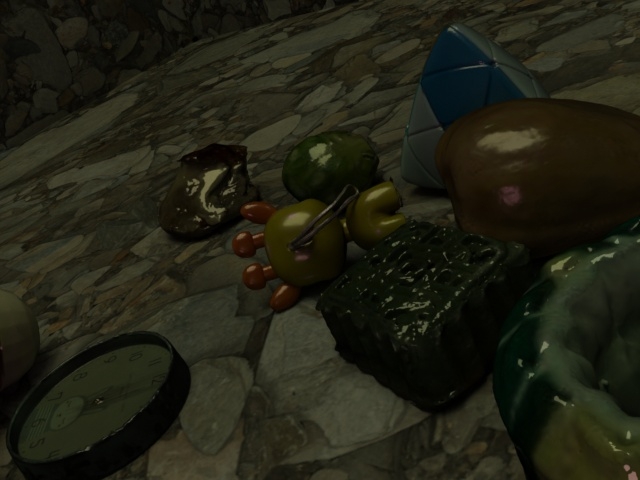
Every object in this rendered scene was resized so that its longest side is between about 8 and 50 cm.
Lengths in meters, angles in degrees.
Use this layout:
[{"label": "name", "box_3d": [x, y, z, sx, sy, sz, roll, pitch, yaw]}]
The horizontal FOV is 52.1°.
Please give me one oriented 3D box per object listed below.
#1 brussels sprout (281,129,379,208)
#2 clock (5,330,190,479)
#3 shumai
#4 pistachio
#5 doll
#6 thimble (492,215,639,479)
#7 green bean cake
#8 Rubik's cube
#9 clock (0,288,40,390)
[{"label": "brussels sprout", "box_3d": [0.014, -0.113, 1.021, 0.155, 0.117, 0.155, -27, 25, 14]}, {"label": "clock", "box_3d": [-0.259, 0.188, 0.764, 0.215, 0.042, 0.215, -17, 27, 9]}, {"label": "shumai", "box_3d": [-0.205, -0.098, 1.155, 0.201, 0.120, 0.201, -15, 28, 8]}, {"label": "pistachio", "box_3d": [0.264, -0.084, 0.736, 0.261, 0.163, 0.212, -7, 64, 7]}, {"label": "doll", "box_3d": [0.000, 0.000, 0.830, 0.221, 0.142, 0.135, -16, -1, 1]}, {"label": "thimble", "box_3d": [0.262, 0.098, 0.405, 0.288, 0.167, 0.254, -22, 29, 3]}, {"label": "green bean cake", "box_3d": [0.108, 0.061, 0.663, 0.173, 0.094, 0.181, -35, 29, -21]}, {"label": "Rubik's cube", "box_3d": [0.188, -0.180, 0.906, 0.255, 0.254, 0.254, -18, 28, 10]}, {"label": "clock", "box_3d": [-0.557, 0.166, 0.806, 0.342, 0.183, 0.326, -12, 3, 2]}]
